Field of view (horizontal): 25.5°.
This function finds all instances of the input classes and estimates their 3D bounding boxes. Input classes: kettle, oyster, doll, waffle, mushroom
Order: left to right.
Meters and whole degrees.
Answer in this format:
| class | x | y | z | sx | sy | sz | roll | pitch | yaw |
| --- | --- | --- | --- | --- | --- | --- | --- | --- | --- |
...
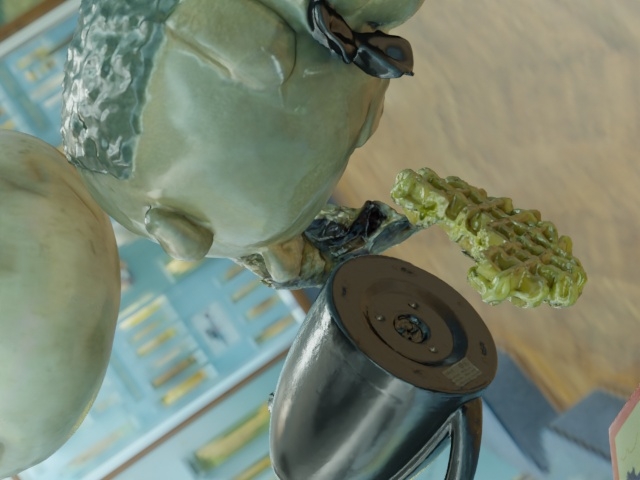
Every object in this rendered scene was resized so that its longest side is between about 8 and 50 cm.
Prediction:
| class | x | y | z | sx | sy | sz | roll | pitch | yaw |
| --- | --- | --- | --- | --- | --- | --- | --- | --- | --- |
| mushroom | -0.366 | 0.070 | 1.406 | 0.353 | 0.353 | 0.325 | 55 | 169 | 7 |
| doll | -0.039 | -0.154 | 0.978 | 0.247 | 0.350 | 0.247 | 19 | -177 | -1 |
| oyster | 0.000 | -0.001 | 1.931 | 0.166 | 0.294 | 0.094 | 81 | 179 | -45 |
| kettle | 0.061 | 0.208 | 1.585 | 0.268 | 0.207 | 0.290 | 45 | 125 | 22 |
| waffle | 0.145 | 0.002 | 1.229 | 0.194 | 0.149 | 0.051 | -116 | 40 | -56 |

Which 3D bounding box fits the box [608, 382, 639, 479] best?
| class | x | y | z | sx | sy | sz | roll | pitch | yaw |
| --- | --- | --- | --- | --- | --- | --- | --- | --- | --- |
| box | 0.455 | 0.207 | 1.148 | 0.319 | 0.348 | 0.257 | 109 | 167 | -53 |
